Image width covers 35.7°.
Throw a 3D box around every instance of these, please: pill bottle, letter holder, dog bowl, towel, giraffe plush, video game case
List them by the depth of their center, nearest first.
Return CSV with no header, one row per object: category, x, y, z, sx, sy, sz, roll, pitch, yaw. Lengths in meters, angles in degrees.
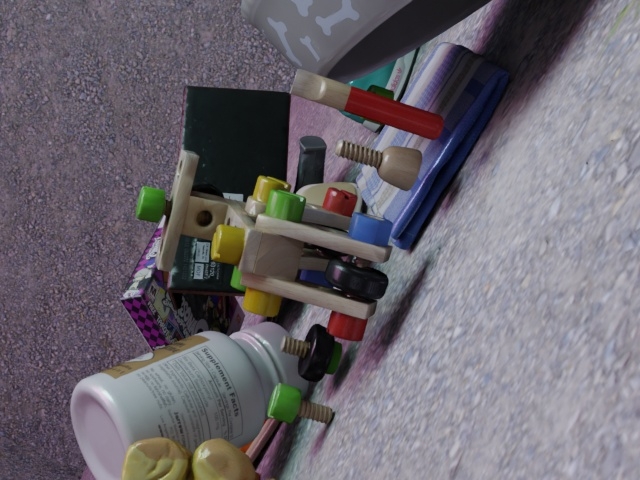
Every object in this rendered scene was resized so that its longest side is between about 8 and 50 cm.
giraffe plush,-0.131,0.291,0.922,0.210,0.181,0.170,-52,-5,-16
dog bowl,0.098,-0.265,0.941,0.349,0.102,0.349,-32,-2,-1
pill bottle,-0.131,0.168,1.042,0.229,0.131,0.131,-20,-21,-37
towel,0.115,-0.113,1.082,0.209,0.034,0.285,-59,13,11
letter holder,-0.129,-0.038,1.441,0.214,0.152,0.301,103,170,-70
video game case,-0.197,0.101,1.478,0.042,0.232,0.210,-11,34,21

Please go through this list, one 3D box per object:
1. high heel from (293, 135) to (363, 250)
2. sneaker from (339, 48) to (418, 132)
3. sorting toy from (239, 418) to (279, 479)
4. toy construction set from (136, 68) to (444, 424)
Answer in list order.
high heel,0.000,0.000,1.330,0.261,0.093,0.186,-103,15,-54
sneaker,0.049,-0.304,1.480,0.124,0.178,0.295,-52,15,48
sorting toy,-0.105,0.240,1.232,0.196,0.047,0.347,-61,10,8
toy construction set,-0.051,-0.034,0.957,0.257,0.237,0.308,-88,19,-56
